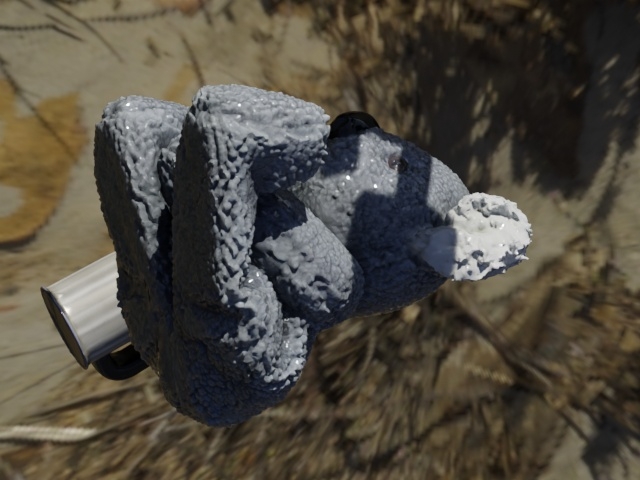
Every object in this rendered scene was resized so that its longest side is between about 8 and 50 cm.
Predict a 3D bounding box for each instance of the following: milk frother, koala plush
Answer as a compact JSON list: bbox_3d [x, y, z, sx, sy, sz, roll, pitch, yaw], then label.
[{"bbox_3d":[-0.151,0.073,1.601,0.134,0.143,0.129,-30,116,-15],"label":"milk frother"},{"bbox_3d":[0.000,0.000,1.117,0.221,0.196,0.203,-9,96,-30],"label":"koala plush"}]
